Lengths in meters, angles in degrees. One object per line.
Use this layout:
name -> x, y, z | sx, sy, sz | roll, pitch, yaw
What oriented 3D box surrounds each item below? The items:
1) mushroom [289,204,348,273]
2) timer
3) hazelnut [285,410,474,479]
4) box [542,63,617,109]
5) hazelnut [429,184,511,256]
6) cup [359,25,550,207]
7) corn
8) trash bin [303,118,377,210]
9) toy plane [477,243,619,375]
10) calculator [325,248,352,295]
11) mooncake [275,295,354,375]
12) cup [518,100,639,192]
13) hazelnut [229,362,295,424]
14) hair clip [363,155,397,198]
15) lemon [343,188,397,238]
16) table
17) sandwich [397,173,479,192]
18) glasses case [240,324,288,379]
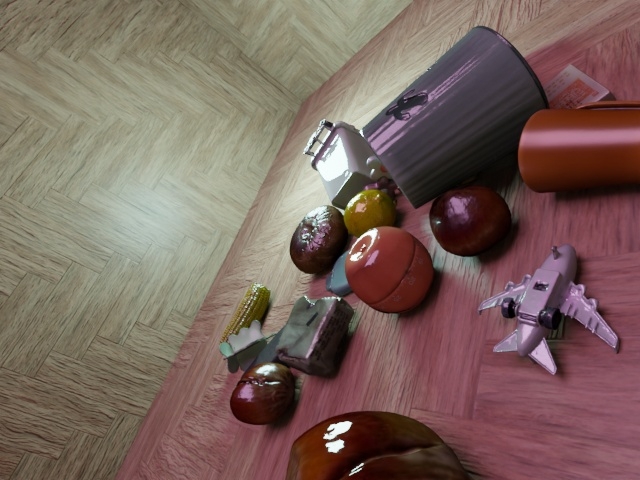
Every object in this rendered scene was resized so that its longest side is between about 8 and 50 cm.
mushroom -> -0.013, -0.007, 1.692 | 0.297, 0.163, 0.278 | -61, 24, -7
timer -> 0.188, 0.080, 1.133 | 0.229, 0.215, 0.230 | -44, 20, 21
hazelnut -> 0.090, 0.472, 0.718 | 0.372, 0.315, 0.372 | -18, 26, 9
box -> 0.615, -0.337, 1.024 | 0.141, 0.058, 0.201 | -42, 28, 31
hazelnut -> 0.356, -0.049, 1.022 | 0.178, 0.178, 0.204 | -57, 18, -1
cup -> 0.341, -0.301, 1.102 | 0.392, 0.310, 0.401 | -35, -4, 13
corn -> -0.336, 0.357, 1.894 | 0.131, 0.131, 0.344 | -6, 53, 61
trash bin -> 0.109, -0.288, 1.664 | 0.256, 0.296, 0.368 | -51, 31, 31
toy plane -> 0.421, 0.111, 0.774 | 0.251, 0.101, 0.255 | 12, 70, 52
calculator -> 0.112, 0.099, 1.462 | 0.299, 0.041, 0.185 | -33, 33, 40
mooncake -> -0.021, 0.306, 1.341 | 0.250, 0.136, 0.254 | -15, 42, 55
cup -> 0.561, -0.200, 0.834 | 0.226, 0.182, 0.264 | -53, 29, -13
hazelnut -> -0.187, 0.500, 1.366 | 0.181, 0.181, 0.212 | -53, 10, 45
hair clip -> 0.220, -0.226, 1.453 | 0.075, 0.146, 0.257 | -119, 22, -44
lemon -> 0.169, -0.086, 1.429 | 0.206, 0.173, 0.173 | -48, 24, 32
table -> -0.287, 0.431, 1.688 | 0.198, 0.166, 0.166 | -34, 31, 28
sandwich -> 0.405, -0.291, 1.326 | 0.271, 0.099, 0.301 | -10, 50, 51
glasses case -> -0.190, 0.464, 1.544 | 0.323, 0.074, 0.131 | -51, 25, 13
